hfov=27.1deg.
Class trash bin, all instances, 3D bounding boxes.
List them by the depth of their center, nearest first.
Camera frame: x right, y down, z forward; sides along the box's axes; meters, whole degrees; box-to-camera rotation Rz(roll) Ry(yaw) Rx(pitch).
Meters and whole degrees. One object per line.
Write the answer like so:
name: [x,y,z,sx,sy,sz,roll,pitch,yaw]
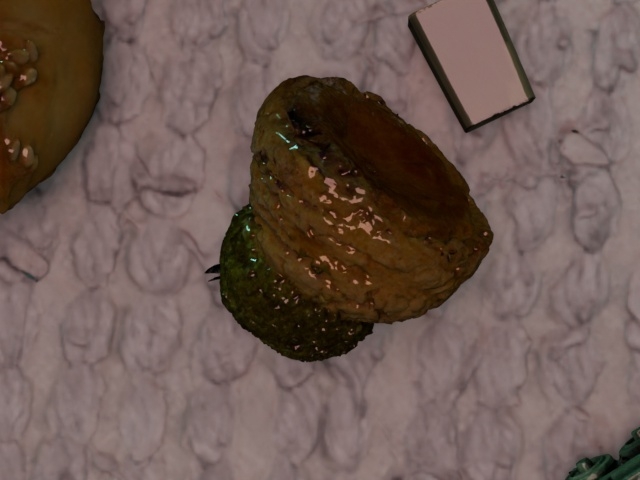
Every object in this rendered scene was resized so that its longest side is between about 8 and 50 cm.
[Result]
trash bin: [0.109,-0.130,0.956,0.061,0.043,0.092,-25,89,2]

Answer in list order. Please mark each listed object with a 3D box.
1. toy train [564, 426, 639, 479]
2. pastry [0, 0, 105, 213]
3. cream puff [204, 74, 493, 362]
toy train: [0.238,0.160,0.895,0.170,0.111,0.071,-33,89,1]
pastry: [-0.311,-0.137,0.923,0.311,0.162,0.255,-7,84,2]
cream puff: [0.000,0.000,0.909,0.183,0.183,0.169,43,115,5]
